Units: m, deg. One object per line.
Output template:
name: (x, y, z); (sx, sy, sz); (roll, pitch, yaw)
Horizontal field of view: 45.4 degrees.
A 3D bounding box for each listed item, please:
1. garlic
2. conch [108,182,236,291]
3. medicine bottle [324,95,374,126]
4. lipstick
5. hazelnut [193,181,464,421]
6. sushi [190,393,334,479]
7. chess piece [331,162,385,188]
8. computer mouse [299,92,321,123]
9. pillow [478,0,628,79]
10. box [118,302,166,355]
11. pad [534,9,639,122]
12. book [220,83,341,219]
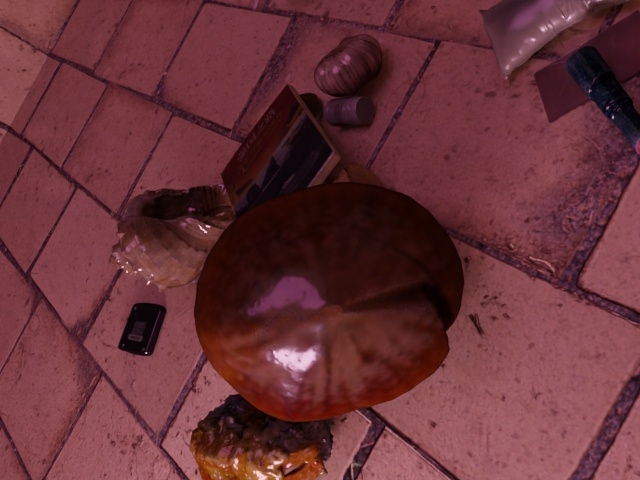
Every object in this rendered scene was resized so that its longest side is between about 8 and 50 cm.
garlic: (0.061, -0.351, 1.559); (0.147, 0.102, 0.159); (-19, 28, 42)
conch: (-0.316, -0.015, 1.705); (0.186, 0.324, 0.263); (93, 161, -50)
medicine bottle: (0.058, -0.261, 1.545); (0.091, 0.058, 0.058); (6, 73, 48)
lipstick: (0.438, -0.191, 1.126); (0.053, 0.053, 0.234); (-38, 52, 25)
hazelnut: (0.015, 0.096, 1.153); (0.410, 0.359, 0.359); (-18, 53, 9)
sushi: (-0.102, 0.335, 1.260); (0.274, 0.184, 0.139); (4, 117, 39)
chess piece: (0.000, 0.000, 1.424); (0.301, 0.137, 0.137); (-45, 43, 25)
computer mouse: (-0.080, -0.257, 1.696); (0.199, 0.045, 0.102); (-24, 50, 34)
pillow: (0.389, -0.390, 1.266); (0.254, 0.078, 0.144); (-29, 60, 33)
box: (-0.420, 0.207, 1.800); (0.126, 0.027, 0.125); (0, 68, 45)
pad: (0.432, -0.274, 1.210); (0.188, 0.006, 0.113); (-30, 51, 33)
book: (-0.094, -0.150, 1.554); (0.262, 0.028, 0.374); (-52, 32, 16)
